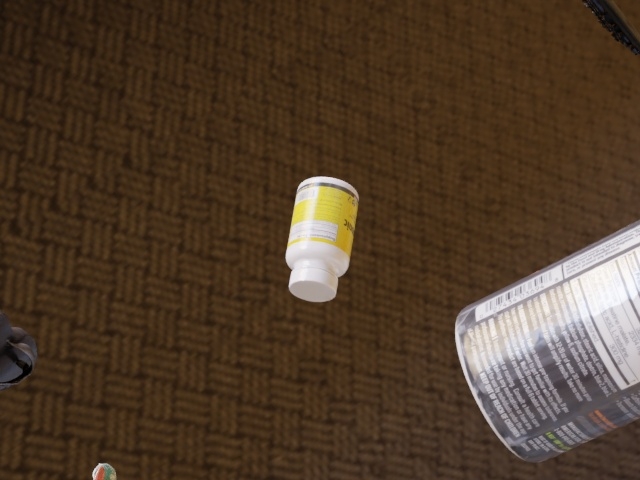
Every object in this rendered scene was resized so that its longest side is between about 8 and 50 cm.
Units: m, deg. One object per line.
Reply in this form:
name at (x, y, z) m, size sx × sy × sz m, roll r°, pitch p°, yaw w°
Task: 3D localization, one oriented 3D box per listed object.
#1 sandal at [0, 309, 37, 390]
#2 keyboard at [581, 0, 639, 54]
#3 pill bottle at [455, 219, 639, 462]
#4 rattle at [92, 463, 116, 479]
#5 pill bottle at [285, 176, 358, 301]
sandal at (-0.405, 0.151, 1.713) m, size 0.054 × 0.254 × 0.097 m, roll 40°, pitch 79°, yaw 10°
keyboard at (0.141, -0.191, 0.888) m, size 0.192 × 0.038 × 0.100 m, roll 45°, pitch 16°, yaw -25°
pill bottle at (0.232, 0.057, 0.981) m, size 0.130 × 0.246 × 0.130 m, roll 49°, pitch 24°, yaw -31°
rattle at (-0.205, 0.350, 1.475) m, size 0.200 × 0.143 × 0.130 m, roll 37°, pitch 15°, yaw -25°
pill bottle at (0.000, 0.000, 1.367) m, size 0.065 × 0.065 × 0.116 m, roll 26°, pitch 58°, yaw -27°
